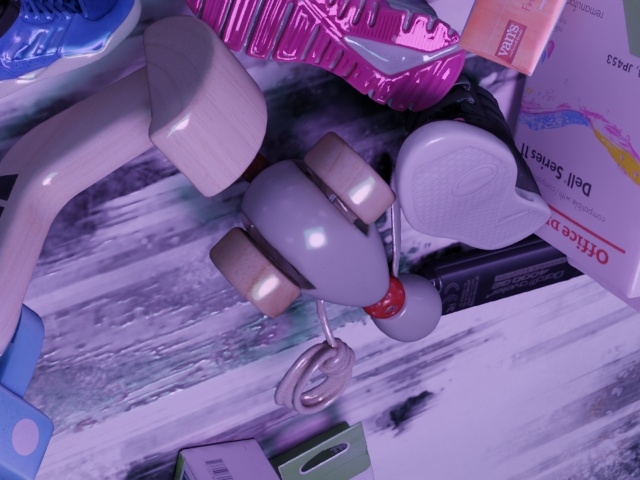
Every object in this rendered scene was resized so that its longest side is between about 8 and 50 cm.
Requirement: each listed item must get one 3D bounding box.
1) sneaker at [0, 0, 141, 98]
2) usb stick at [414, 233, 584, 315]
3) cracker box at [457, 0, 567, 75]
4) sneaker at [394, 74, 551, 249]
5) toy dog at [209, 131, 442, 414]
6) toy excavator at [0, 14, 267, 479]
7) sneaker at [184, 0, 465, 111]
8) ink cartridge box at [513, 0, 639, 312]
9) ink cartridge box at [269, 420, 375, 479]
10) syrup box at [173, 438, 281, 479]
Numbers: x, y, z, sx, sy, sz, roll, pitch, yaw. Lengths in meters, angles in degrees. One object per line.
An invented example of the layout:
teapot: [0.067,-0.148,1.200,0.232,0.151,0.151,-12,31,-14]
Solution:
sneaker: [-0.211,-0.167,0.820,0.152,0.058,0.084,-25,142,-5]
usb stick: [0.230,0.027,1.253,0.278,0.045,0.077,-14,136,-23]
cracker box: [0.183,-0.239,0.907,0.067,0.232,0.155,24,116,5]
sneaker: [0.112,-0.086,0.996,0.105,0.146,0.296,-33,158,16]
toy dog: [0.000,0.000,1.047,0.220,0.161,0.333,-31,149,-12]
toy excavator: [-0.280,0.043,0.837,0.433,0.445,0.222,-6,146,30]
sneaker: [-0.008,-0.194,0.902,0.252,0.111,0.103,26,115,-19]
ink cartridge box: [0.292,-0.087,1.069,0.119,0.207,0.353,-8,119,-29]
ink cartridge box: [0.003,0.282,1.290,0.109,0.062,0.209,-25,132,-14]
syrup box: [-0.117,0.344,1.240,0.096,0.093,0.236,-3,125,-31]
